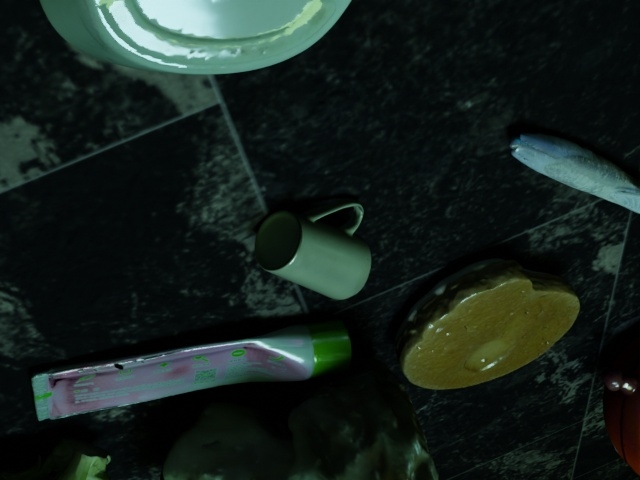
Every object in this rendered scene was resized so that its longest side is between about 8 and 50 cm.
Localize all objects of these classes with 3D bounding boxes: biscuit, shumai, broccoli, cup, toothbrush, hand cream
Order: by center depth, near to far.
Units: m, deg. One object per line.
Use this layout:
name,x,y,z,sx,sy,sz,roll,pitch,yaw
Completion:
cup,0.001,0.005,0.731,0.075,0.054,0.083,-39,144,24
hand cream,-0.109,0.115,0.840,0.275,0.050,0.079,-7,120,-17
broccoli,-0.243,0.250,0.863,0.137,0.146,0.162,-66,160,-6
toothbrush,0.291,-0.042,0.880,0.413,0.042,0.035,14,132,-43
shumai,-0.024,0.270,0.909,0.264,0.304,0.309,-9,148,-4
biscuit,0.165,0.084,0.967,0.208,0.049,0.181,11,134,-43

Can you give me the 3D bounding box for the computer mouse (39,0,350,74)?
computer mouse,-0.035,-0.192,0.372,0.160,0.097,0.288,-5,133,-26

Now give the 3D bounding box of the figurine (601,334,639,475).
figurine,0.475,0.214,1.241,0.323,0.196,0.320,29,78,-62
